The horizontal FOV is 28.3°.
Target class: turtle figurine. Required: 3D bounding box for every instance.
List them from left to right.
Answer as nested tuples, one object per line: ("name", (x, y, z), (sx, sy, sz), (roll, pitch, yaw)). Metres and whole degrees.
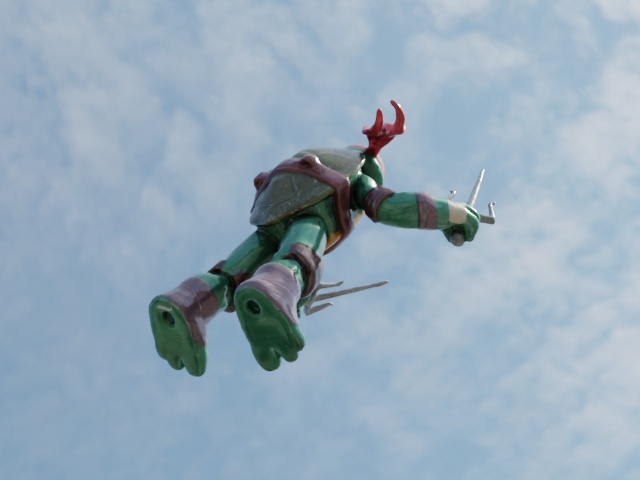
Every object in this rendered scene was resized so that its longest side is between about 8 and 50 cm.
("turtle figurine", (0.000, 0.000, 0.826), (0.175, 0.234, 0.118), (-32, -85, 45))
